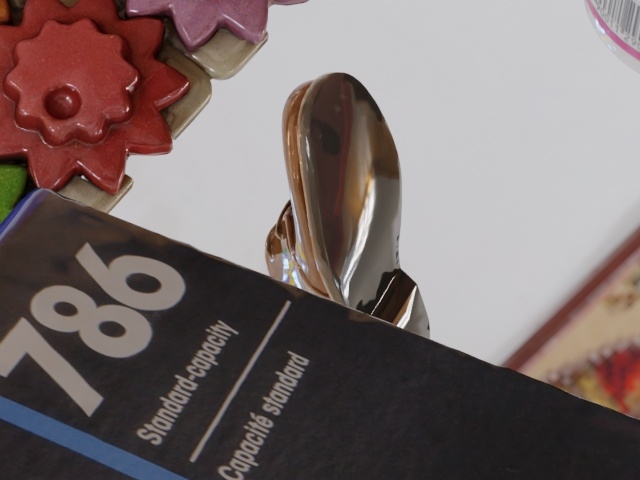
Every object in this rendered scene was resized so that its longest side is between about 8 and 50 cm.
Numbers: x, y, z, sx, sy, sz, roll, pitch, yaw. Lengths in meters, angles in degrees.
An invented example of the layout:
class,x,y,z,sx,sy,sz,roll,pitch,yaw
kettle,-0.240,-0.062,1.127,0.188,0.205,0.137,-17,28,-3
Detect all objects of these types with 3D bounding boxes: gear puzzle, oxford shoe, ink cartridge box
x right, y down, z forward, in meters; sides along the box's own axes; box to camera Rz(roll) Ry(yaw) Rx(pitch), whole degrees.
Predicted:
class,x,y,z,sx,sy,sz,roll,pitch,yaw
gear puzzle,-0.156,-0.052,0.733,0.175,0.339,0.044,39,164,9
oxford shoe,0.000,0.000,1.013,0.076,0.076,0.212,18,139,28
ink cartridge box,-0.002,0.082,0.378,0.332,0.065,0.165,19,-147,7

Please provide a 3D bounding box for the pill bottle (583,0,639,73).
class,x,y,z,sx,sy,sz,roll,pitch,yaw
pill bottle,0.235,-0.223,1.072,0.160,0.160,0.283,47,157,26
